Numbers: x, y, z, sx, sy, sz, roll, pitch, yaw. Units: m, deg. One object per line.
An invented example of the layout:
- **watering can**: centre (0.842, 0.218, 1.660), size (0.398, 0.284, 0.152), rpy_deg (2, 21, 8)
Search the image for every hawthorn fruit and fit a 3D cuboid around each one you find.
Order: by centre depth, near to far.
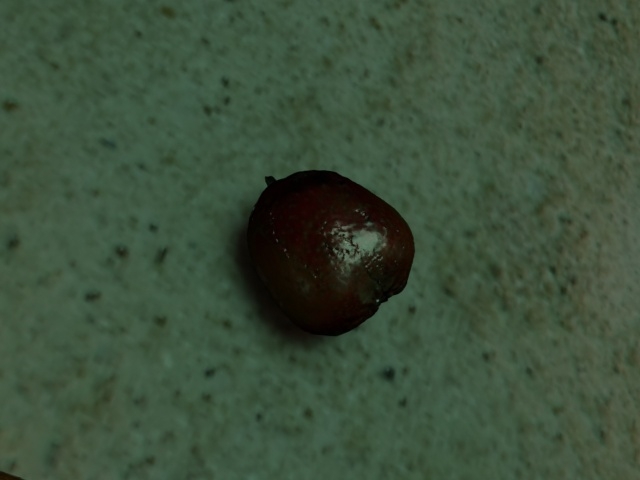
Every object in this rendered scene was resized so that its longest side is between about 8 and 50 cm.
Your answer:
- **hawthorn fruit**: centre (0.004, 0.004, 0.646), size (0.077, 0.077, 0.077), rpy_deg (17, 57, -28)

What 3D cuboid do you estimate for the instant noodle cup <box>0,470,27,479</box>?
- **instant noodle cup**: centre (-0.180, 0.127, 0.358), size (0.182, 0.230, 0.230), rpy_deg (29, 52, -9)
